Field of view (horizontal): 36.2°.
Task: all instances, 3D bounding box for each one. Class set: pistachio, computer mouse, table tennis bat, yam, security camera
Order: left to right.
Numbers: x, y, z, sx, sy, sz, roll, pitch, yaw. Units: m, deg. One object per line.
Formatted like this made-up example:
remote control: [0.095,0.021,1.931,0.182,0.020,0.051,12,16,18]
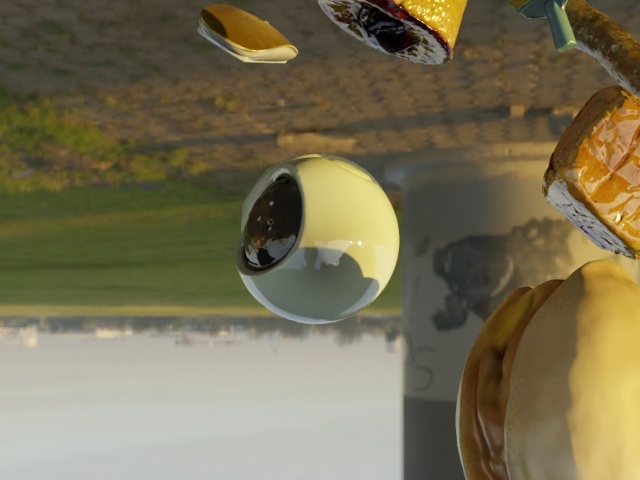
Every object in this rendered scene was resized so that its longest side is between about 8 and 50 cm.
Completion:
computer mouse: [-0.089,-0.265,1.260,0.102,0.045,0.199,34,-163,9]
security camera: [0.000,0.000,1.119,0.194,0.194,0.236,1,-168,-3]
table tennis bat: [0.222,-0.258,0.969,0.019,0.155,0.100,0,161,-38]
pistachio: [0.244,0.180,0.873,0.230,0.309,0.230,-10,167,-2]
yam: [0.384,-0.214,1.204,0.061,0.253,0.061,-26,146,-19]

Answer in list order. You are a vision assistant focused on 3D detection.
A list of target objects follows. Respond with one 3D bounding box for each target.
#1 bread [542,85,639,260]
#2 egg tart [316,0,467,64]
bread: [0.335,-0.077,1.089,0.143,0.149,0.158,39,-179,0]
egg tart: [0.105,-0.340,1.323,0.215,0.171,0.215,26,175,2]
